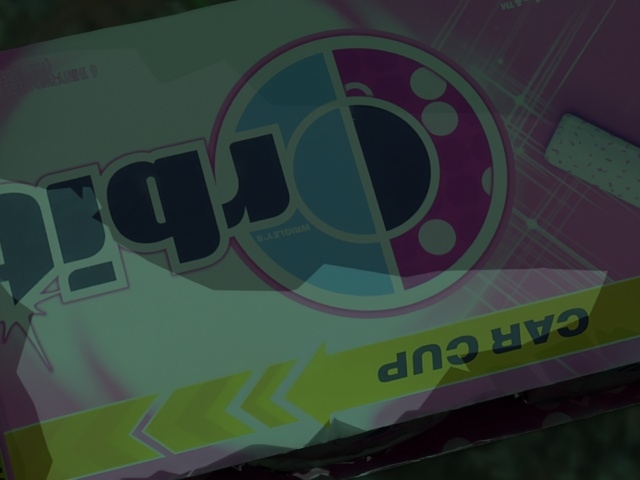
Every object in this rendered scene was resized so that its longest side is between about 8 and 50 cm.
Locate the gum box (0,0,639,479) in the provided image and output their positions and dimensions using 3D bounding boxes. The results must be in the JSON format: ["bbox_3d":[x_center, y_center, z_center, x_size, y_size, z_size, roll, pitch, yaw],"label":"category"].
[{"bbox_3d":[0.000,0.000,0.421,0.188,0.062,0.107,-13,73,-9],"label":"gum box"}]
